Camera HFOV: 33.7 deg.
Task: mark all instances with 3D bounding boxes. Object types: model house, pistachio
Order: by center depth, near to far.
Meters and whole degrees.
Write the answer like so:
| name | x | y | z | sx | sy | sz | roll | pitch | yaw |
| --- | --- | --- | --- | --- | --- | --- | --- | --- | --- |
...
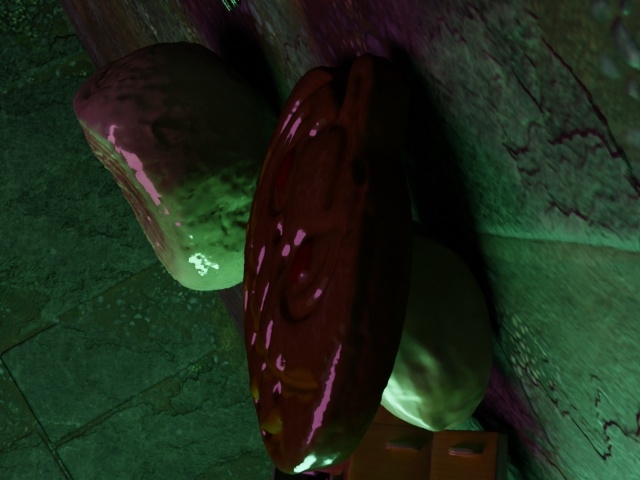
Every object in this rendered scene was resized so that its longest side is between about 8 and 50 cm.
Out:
| name | x | y | z | sx | sy | sz | roll | pitch | yaw |
| --- | --- | --- | --- | --- | --- | --- | --- | --- | --- |
| pistachio | 0.091 | 0.083 | 1.024 | 0.157 | 0.157 | 0.229 | 44 | 164 | 54 |
| model house | 0.156 | 0.286 | 1.282 | 0.323 | 0.340 | 0.300 | -16 | 62 | 55 |

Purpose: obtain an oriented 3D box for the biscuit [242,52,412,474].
| name | x | y | z | sx | sy | sz | roll | pitch | yaw |
| --- | --- | --- | --- | --- | --- | --- | --- | --- | --- |
| biscuit | -0.009 | -0.002 | 0.940 | 0.394 | 0.070 | 0.350 | -108 | 32 | -59 |

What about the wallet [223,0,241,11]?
| name | x | y | z | sx | sy | sz | roll | pitch | yaw |
| --- | --- | --- | --- | --- | --- | --- | --- | --- | --- |
| wallet | -0.125 | -0.325 | 1.120 | 0.095 | 0.026 | 0.176 | 56 | -171 | -50 |

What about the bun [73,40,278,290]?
| name | x | y | z | sx | sy | sz | roll | pitch | yaw |
| --- | --- | --- | --- | --- | --- | --- | --- | --- | --- |
| bun | -0.164 | -0.115 | 1.387 | 0.349 | 0.227 | 0.352 | 53 | 169 | 31 |
